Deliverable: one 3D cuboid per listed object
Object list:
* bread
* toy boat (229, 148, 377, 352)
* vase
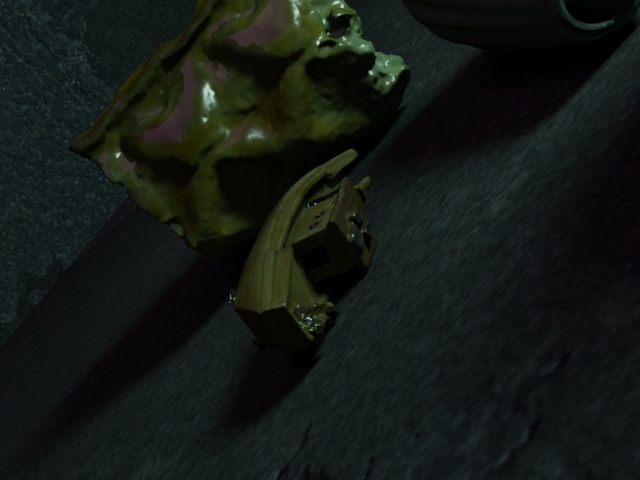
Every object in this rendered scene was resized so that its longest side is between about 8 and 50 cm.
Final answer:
[{"bbox_3d":[-0.071,-0.116,1.001,0.252,0.238,0.196,-51,-24,3],"label":"bread"},{"bbox_3d":[0.000,0.000,0.736,0.072,0.064,0.206,-24,23,26],"label":"toy boat"},{"bbox_3d":[0.128,-0.181,0.743,0.128,0.128,0.248,-46,22,4],"label":"vase"}]
